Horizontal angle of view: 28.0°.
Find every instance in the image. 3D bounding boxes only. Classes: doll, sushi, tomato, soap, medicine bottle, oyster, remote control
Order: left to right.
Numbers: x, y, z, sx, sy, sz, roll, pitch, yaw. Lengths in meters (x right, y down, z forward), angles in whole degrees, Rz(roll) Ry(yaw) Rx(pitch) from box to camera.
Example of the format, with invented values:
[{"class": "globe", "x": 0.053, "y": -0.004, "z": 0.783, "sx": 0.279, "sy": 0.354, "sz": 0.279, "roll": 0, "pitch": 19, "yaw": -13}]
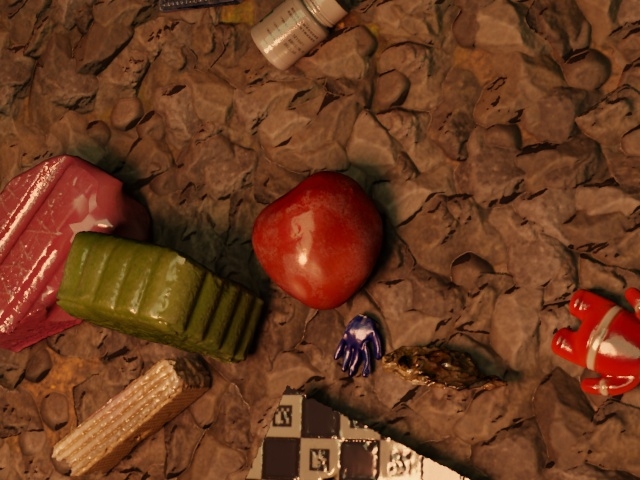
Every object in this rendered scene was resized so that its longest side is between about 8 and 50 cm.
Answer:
[{"class": "soap", "x": -0.415, "y": 0.014, "z": 1.943, "sx": 0.220, "sy": 0.127, "sz": 0.325, "roll": 42, "pitch": 99, "yaw": 25}, {"class": "remote control", "x": -0.178, "y": -0.372, "z": 1.955, "sx": 0.152, "sy": 0.027, "sz": 0.044, "roll": 2, "pitch": 88, "yaw": 28}, {"class": "medicine bottle", "x": -0.029, "y": -0.311, "z": 1.839, "sx": 0.130, "sy": 0.080, "sz": 0.080, "roll": -38, "pitch": 67, "yaw": 15}, {"class": "tomato", "x": 0.000, "y": 0.000, "z": 1.733, "sx": 0.187, "sy": 0.151, "sz": 0.187, "roll": -4, "pitch": 79, "yaw": 20}, {"class": "sushi", "x": 0.025, "y": 0.377, "z": 1.701, "sx": 0.294, "sy": 0.059, "sz": 0.292, "roll": 28, "pitch": 94, "yaw": 27}, {"class": "oyster", "x": 0.153, "y": 0.167, "z": 1.657, "sx": 0.177, "sy": 0.105, "sz": 0.056, "roll": 5, "pitch": 96, "yaw": 48}, {"class": "doll", "x": 0.400, "y": 0.142, "z": 1.554, "sx": 0.245, "sy": 0.076, "sz": 0.142, "roll": 24, "pitch": 92, "yaw": 31}]

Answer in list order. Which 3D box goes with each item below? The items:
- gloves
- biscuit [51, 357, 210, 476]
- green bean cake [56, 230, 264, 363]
[{"class": "gloves", "x": 0.055, "y": 0.146, "z": 1.747, "sx": 0.064, "sy": 0.026, "sz": 0.086, "roll": 25, "pitch": 92, "yaw": 25}, {"class": "biscuit", "x": -0.267, "y": 0.254, "z": 1.838, "sx": 0.239, "sy": 0.108, "sz": 0.062, "roll": -39, "pitch": 73, "yaw": 14}, {"class": "green bean cake", "x": -0.227, "y": 0.081, "z": 1.789, "sx": 0.248, "sy": 0.222, "sz": 0.125, "roll": 13, "pitch": 80, "yaw": 33}]
